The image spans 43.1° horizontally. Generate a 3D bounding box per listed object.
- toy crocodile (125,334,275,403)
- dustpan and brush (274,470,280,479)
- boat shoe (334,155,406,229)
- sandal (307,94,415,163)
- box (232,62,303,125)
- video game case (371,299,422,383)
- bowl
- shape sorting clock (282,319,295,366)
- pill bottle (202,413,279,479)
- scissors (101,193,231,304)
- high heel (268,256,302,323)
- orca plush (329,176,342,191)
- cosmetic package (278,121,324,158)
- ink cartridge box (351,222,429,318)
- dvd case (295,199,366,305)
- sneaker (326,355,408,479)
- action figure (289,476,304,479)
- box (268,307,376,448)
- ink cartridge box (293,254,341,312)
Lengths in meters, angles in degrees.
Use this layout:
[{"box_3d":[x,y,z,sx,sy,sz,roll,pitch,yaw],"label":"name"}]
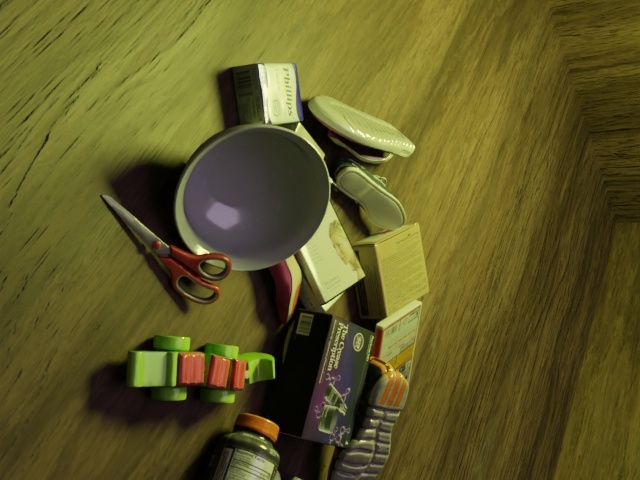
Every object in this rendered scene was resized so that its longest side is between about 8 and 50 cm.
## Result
[{"box_3d":[-0.216,0.238,1.483,0.341,0.105,0.115,18,73,-53],"label":"toy crocodile"},{"box_3d":[-0.122,0.477,1.659,0.147,0.060,0.211,35,66,-62],"label":"dustpan and brush"},{"box_3d":[0.120,-0.115,1.988,0.254,0.095,0.079,34,29,-35],"label":"boat shoe"},{"box_3d":[0.102,-0.240,1.953,0.416,0.169,0.102,9,121,-55],"label":"sandal"},{"box_3d":[-0.108,-0.305,1.692,0.137,0.072,0.126,-19,104,-54],"label":"box"},{"box_3d":[0.179,0.308,2.034,0.204,0.025,0.285,-23,125,-53],"label":"video game case"},{"box_3d":[-0.142,-0.101,1.532,0.298,0.134,0.297,-10,122,-17],"label":"bowl"},{"box_3d":[-0.022,0.261,1.812,0.206,0.040,0.206,3,86,-54],"label":"shape sorting clock"},{"box_3d":[-0.156,0.456,1.537,0.130,0.131,0.245,48,51,-42],"label":"pill bottle"},{"box_3d":[-0.287,0.025,1.454,0.297,0.021,0.109,30,104,-33],"label":"scissors"},{"box_3d":[-0.102,0.061,1.716,0.082,0.117,0.244,-61,159,-59],"label":"high heel"},{"box_3d":[-0.091,-0.143,1.720,0.287,0.102,0.151,14,35,-55],"label":"orca plush"},{"box_3d":[-0.046,-0.207,1.786,0.115,0.060,0.041,47,53,-41],"label":"cosmetic package"},{"box_3d":[0.177,0.074,2.063,0.235,0.088,0.193,-23,105,-52],"label":"ink cartridge box"},{"box_3d":[0.000,0.000,1.810,0.180,0.022,0.253,-29,94,-51],"label":"dvd case"},{"box_3d":[0.079,0.414,1.860,0.125,0.180,0.321,23,94,-34],"label":"sneaker"},{"box_3d":[-0.028,0.567,1.753,0.232,0.064,0.137,51,37,-52],"label":"action figure"},{"box_3d":[0.006,0.297,1.739,0.184,0.103,0.261,30,71,-53],"label":"box"},{"box_3d":[-0.019,0.028,1.838,0.232,0.066,0.189,55,42,-7],"label":"ink cartridge box"}]
